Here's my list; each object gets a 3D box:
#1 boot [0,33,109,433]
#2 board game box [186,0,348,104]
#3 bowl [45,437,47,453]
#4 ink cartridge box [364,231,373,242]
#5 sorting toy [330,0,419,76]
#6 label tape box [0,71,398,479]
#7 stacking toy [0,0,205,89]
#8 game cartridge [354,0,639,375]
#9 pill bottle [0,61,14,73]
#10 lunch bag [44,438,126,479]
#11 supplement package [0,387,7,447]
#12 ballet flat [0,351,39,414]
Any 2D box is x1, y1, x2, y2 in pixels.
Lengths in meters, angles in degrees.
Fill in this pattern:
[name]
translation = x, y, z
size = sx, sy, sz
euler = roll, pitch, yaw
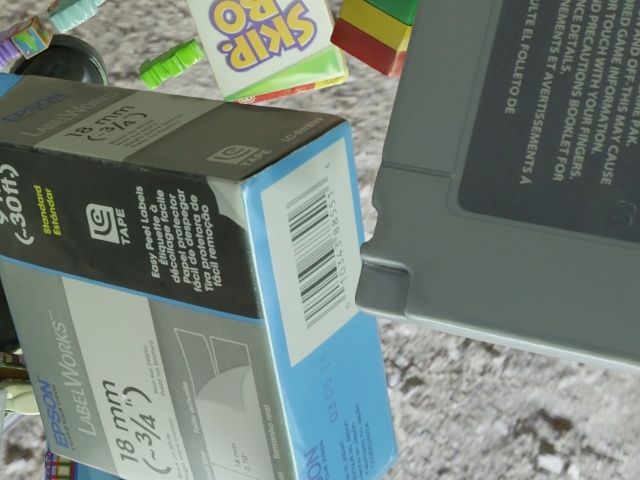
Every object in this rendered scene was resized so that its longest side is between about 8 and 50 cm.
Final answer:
[boot]
translation = -0.379, -0.009, 1.651
size = 0.146, 0.445, 0.367
euler = 20, 122, -20
[board game box]
translation = -0.061, -0.231, 1.184
size = 0.124, 0.039, 0.259
euler = -12, 132, 9
[bowl]
translation = -0.147, 0.149, 1.332
size = 0.289, 0.289, 0.156
euler = -38, 50, 21
[ink cartridge box]
translation = 0.000, 0.000, 2.013
size = 0.191, 0.140, 0.082
euler = 24, 91, 31
[sorting toy]
translation = 0.146, -0.113, 0.726
size = 0.257, 0.255, 0.089
euler = 34, 118, 28
[label tape box]
translation = -0.126, 0.029, 0.826
size = 0.334, 0.106, 0.240
euler = 11, 123, 35
[stacking toy]
translation = -0.231, -0.177, 1.076
size = 0.221, 0.052, 0.167
euler = -23, 121, 17
[game cartridge]
translation = 0.138, -0.093, 0.514
size = 0.196, 0.060, 0.294
euler = 12, 85, 26
[pill bottle]
translation = -0.531, -0.202, 2.024
size = 0.323, 0.181, 0.181
euler = 28, 122, 58
[lunch bag]
translation = -0.154, 0.289, 1.219
size = 0.138, 0.293, 0.221
euler = 1, 82, 9
[supplement package]
translation = -0.353, 0.193, 1.013
size = 0.139, 0.244, 0.133
euler = 8, 96, 3
[ballet flat]
translation = -0.353, 0.164, 1.440
size = 0.222, 0.079, 0.077
euler = -1, 109, 7
